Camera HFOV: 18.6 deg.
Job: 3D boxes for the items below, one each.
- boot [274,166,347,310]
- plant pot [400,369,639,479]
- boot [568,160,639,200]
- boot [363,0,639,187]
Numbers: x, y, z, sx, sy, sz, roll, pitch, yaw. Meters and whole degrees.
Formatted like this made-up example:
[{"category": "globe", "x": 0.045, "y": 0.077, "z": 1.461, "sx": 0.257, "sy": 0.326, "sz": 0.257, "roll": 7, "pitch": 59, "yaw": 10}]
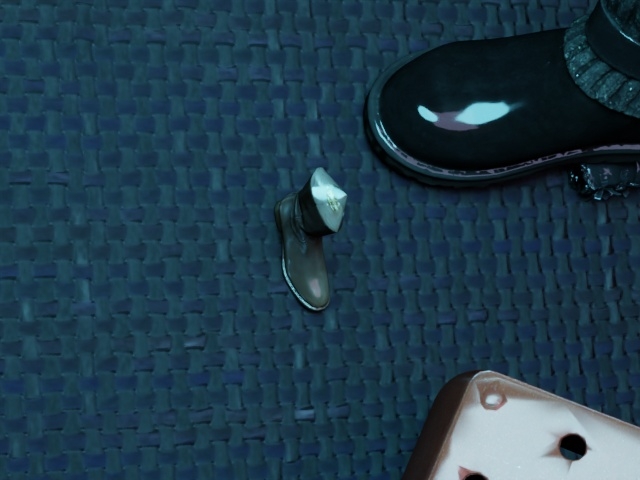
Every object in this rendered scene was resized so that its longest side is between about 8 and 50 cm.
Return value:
[{"category": "boot", "x": 0.000, "y": 0.000, "z": 1.629, "sx": 0.037, "sy": 0.114, "sz": 0.106, "roll": -19, "pitch": 86, "yaw": -24}, {"category": "plant pot", "x": 0.169, "y": 0.244, "z": 1.527, "sx": 0.267, "sy": 0.236, "sz": 0.267, "roll": 21, "pitch": 68, "yaw": 11}, {"category": "boot", "x": 0.272, "y": -0.096, "z": 1.805, "sx": 0.099, "sy": 0.045, "sz": 0.121, "roll": -6, "pitch": 79, "yaw": -17}, {"category": "boot", "x": 0.221, "y": -0.161, "z": 1.657, "sx": 0.348, "sy": 0.260, "sz": 0.131, "roll": -7, "pitch": 71, "yaw": -11}]
